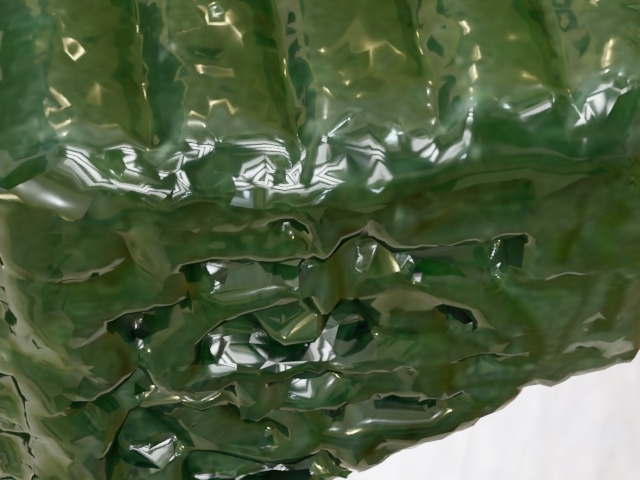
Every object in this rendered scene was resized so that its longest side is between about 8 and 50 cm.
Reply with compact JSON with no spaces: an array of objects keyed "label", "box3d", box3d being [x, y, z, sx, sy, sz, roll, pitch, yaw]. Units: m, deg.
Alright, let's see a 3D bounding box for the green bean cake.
[{"label":"green bean cake","box3d":[0.000,0.000,0.826,0.300,0.308,0.169,95,168,-54]}]
